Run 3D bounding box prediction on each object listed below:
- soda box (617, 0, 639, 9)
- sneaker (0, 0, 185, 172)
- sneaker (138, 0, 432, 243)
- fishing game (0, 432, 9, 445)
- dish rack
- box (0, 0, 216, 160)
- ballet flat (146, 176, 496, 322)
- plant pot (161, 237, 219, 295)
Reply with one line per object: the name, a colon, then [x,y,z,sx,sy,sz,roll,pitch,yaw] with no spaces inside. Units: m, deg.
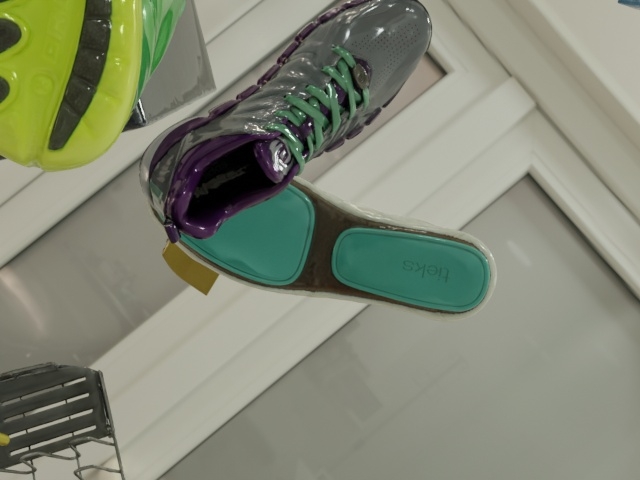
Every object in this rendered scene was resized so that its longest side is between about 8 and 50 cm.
soda box: [0.443,-0.264,0.846,0.210,0.071,0.067,12,18,-12]
sneaker: [-0.112,-0.180,0.400,0.109,0.296,0.123,18,-3,-11]
sneaker: [-0.009,-0.072,0.493,0.083,0.223,0.098,54,-1,-31]
fishing game: [-0.332,0.086,0.484,0.264,0.041,0.189,15,-21,14]
dish rack: [-0.237,0.229,0.587,0.074,0.208,0.272,85,-13,-67]
box: [-0.442,-0.278,1.086,0.480,0.471,0.298,-78,155,-73]
ballet flat: [0.000,0.000,0.891,0.400,0.139,0.139,16,-5,2]
plant pot: [-0.174,0.012,1.089,0.083,0.081,0.081,28,19,-14]
